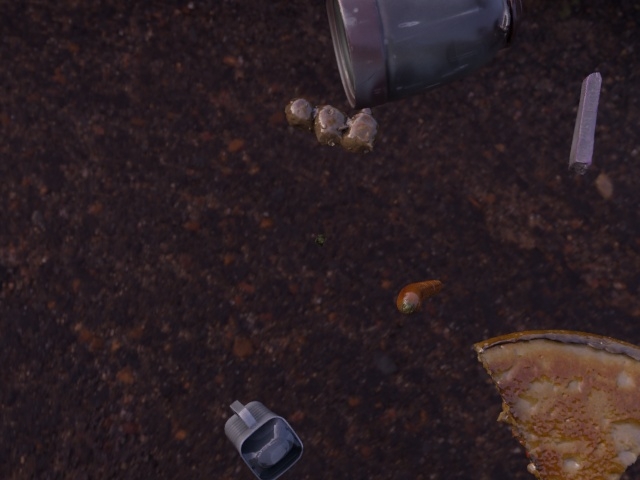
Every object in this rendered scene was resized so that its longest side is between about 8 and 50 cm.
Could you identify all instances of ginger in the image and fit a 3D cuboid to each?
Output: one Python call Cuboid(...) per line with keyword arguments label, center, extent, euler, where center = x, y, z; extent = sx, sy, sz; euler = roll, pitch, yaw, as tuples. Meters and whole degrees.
Cuboid(label="ginger", center=(0.023, -0.242, 1.812), extent=(0.204, 0.080, 0.104), euler=(13, 71, 2))

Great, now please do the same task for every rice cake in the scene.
Cuboid(label="rice cake", center=(0.456, -0.204, 1.491), extent=(0.036, 0.047, 0.207), euler=(20, 60, -4))

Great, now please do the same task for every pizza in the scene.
Cuboid(label="pizza", center=(0.504, 0.386, 1.760), extent=(0.439, 0.130, 0.406), euler=(10, 94, 5))

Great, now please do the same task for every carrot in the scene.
Cuboid(label="carrot", center=(0.233, 0.128, 2.083), extent=(0.062, 0.066, 0.271), euler=(60, 21, 2))

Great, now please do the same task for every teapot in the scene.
Cuboid(label="teapot", center=(0.171, -0.384, 1.480), extent=(0.312, 0.233, 0.315), euler=(-12, 36, -3))

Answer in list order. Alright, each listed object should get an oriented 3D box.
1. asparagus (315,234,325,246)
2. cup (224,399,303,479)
Cuboid(label="asparagus", center=(0.000, -0.001, 1.939), extent=(0.021, 0.108, 0.025), euler=(14, 92, 1))
Cuboid(label="cup", center=(-0.110, 0.331, 1.493), extent=(0.095, 0.129, 0.128), euler=(-39, 107, -14))
